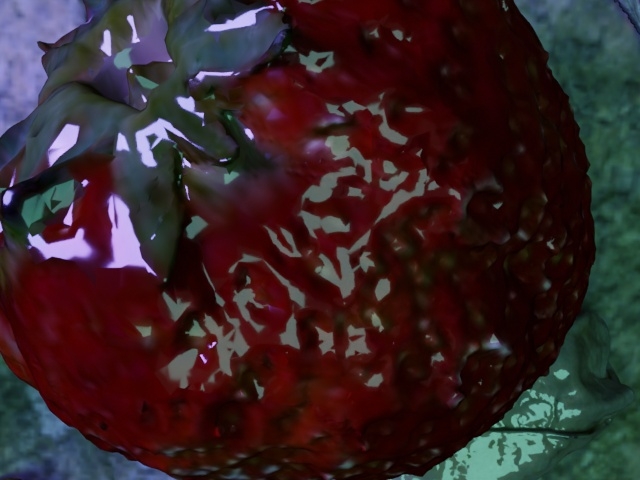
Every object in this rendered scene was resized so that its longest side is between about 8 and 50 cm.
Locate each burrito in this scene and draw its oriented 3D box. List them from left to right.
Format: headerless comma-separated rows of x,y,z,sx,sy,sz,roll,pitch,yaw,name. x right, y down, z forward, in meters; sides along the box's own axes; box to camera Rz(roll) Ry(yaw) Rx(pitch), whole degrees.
0.046,0.133,0.621,0.275,0.059,0.082,-32,90,6,burrito

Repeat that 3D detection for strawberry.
0.000,0.000,0.502,0.257,0.257,0.277,-38,121,8,strawberry

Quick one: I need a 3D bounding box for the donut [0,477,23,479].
-0.181,0.169,0.618,0.083,0.067,0.038,-48,125,-24,donut

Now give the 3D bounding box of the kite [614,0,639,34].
0.203,-0.213,0.504,0.406,0.014,0.368,10,122,11,kite
